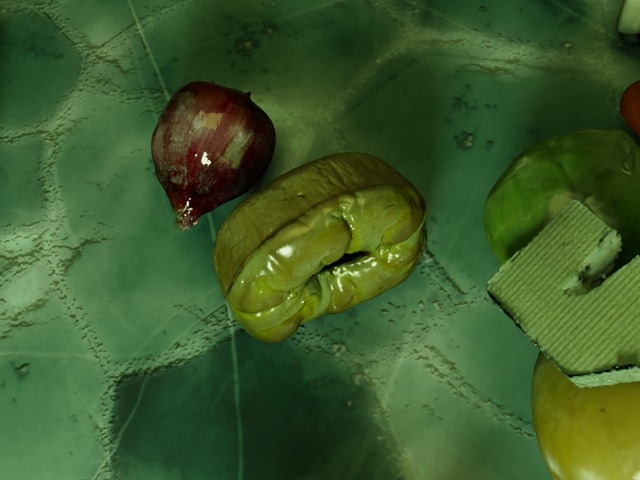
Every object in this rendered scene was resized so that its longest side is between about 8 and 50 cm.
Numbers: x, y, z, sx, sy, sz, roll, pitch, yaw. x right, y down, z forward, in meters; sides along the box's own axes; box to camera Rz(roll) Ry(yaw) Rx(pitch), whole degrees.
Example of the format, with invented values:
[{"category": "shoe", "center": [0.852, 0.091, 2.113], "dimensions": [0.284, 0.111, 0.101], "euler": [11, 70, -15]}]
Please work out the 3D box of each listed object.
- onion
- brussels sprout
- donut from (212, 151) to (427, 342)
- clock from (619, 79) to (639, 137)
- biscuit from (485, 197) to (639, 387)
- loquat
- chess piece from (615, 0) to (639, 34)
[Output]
[{"category": "onion", "center": [-0.144, -0.101, 1.738], "dimensions": [0.159, 0.159, 0.195], "euler": [20, 79, 17]}, {"category": "brussels sprout", "center": [0.307, -0.020, 1.610], "dimensions": [0.244, 0.244, 0.244], "euler": [-3, 60, 5]}, {"category": "donut", "center": [0.000, 0.000, 1.629], "dimensions": [0.261, 0.208, 0.128], "euler": [-25, 60, -13]}, {"category": "clock", "center": [0.460, -0.132, 1.692], "dimensions": [0.205, 0.051, 0.205], "euler": [15, 33, -10]}, {"category": "biscuit", "center": [0.277, 0.063, 1.406], "dimensions": [0.147, 0.046, 0.250], "euler": [-47, 34, 5]}, {"category": "loquat", "center": [0.361, 0.183, 1.453], "dimensions": [0.276, 0.276, 0.284], "euler": [-27, 56, -9]}, {"category": "chess piece", "center": [0.545, -0.308, 1.784], "dimensions": [0.300, 0.167, 0.167], "euler": [18, 64, 8]}]
